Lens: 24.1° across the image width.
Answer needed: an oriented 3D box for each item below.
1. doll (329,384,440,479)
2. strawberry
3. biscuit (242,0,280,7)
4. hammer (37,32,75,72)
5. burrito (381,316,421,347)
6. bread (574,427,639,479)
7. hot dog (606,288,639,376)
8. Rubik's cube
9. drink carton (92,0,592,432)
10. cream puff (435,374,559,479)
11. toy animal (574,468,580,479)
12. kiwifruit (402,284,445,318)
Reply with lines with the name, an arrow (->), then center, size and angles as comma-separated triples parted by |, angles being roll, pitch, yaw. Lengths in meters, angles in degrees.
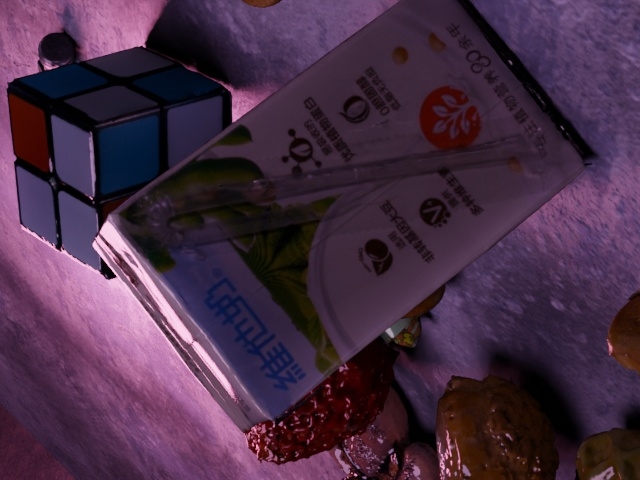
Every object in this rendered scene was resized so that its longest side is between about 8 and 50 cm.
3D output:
doll -> 0.051, 0.281, 1.780 | 0.201, 0.156, 0.303 | 15, 135, 54
strawberry -> -0.013, 0.155, 1.633 | 0.187, 0.201, 0.184 | 29, -172, 27
biscuit -> -0.071, -0.282, 1.279 | 0.166, 0.036, 0.225 | 39, 158, 25
hammer -> -0.197, -0.074, 1.824 | 0.427, 0.044, 0.152 | 45, 158, 11
burrito -> 0.000, 0.000, 1.566 | 0.288, 0.054, 0.104 | 49, 159, -2
bread -> 0.323, 0.223, 1.268 | 0.269, 0.098, 0.087 | 15, 97, 53
hot dog -> 0.325, 0.088, 1.075 | 0.068, 0.083, 0.289 | 41, 165, -32
Rubik's cube -> -0.208, -0.087, 1.591 | 0.167, 0.183, 0.180 | 26, 128, 41
drink carton -> 0.015, -0.027, 1.147 | 0.194, 0.324, 0.132 | 52, 161, 1
cream puff -> 0.173, 0.207, 1.470 | 0.165, 0.115, 0.150 | 86, 175, -67
toy animal -> 0.293, 0.331, 1.455 | 0.121, 0.117, 0.210 | 13, 136, 46
kiwifruit -> 0.075, 0.040, 1.460 | 0.075, 0.075, 0.124 | 54, 153, -10
